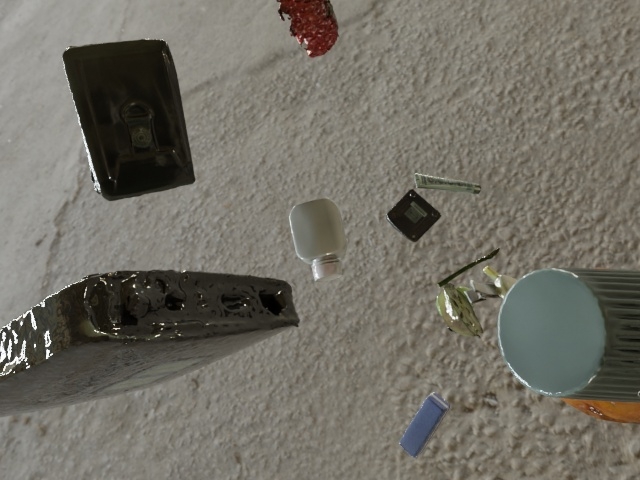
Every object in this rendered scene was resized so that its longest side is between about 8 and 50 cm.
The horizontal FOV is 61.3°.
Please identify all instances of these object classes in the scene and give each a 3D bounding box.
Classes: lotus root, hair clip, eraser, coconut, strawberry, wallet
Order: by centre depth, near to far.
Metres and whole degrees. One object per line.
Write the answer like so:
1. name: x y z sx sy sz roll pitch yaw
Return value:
1. wallet: -0.305 -0.192 0.873 0.169 0.245 0.052 -11 25 -12
2. strawberry: -0.020 -0.387 0.928 0.086 0.145 0.145 -19 50 9
3. lotus root: 0.429 0.235 1.716 0.078 0.183 0.203 -39 39 22
4. hair clip: 0.603 0.160 1.842 0.219 0.071 0.159 2 50 -17
5. eraser: 0.361 0.642 1.881 0.082 0.036 0.225 35 101 38
6. coconut: 0.477 0.227 1.917 0.158 0.055 0.133 -37 54 33

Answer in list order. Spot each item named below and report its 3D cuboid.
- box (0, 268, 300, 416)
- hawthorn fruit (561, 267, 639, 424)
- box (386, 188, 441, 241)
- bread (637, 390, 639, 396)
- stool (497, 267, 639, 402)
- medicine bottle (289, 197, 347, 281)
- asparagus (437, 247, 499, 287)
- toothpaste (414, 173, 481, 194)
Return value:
1. box: -0.242 0.137 0.688 0.350 0.359 0.091 -27 70 28
2. hawthorn fruit: 0.853 0.327 1.599 0.472 0.472 0.471 -17 52 23
3. box: 0.275 -0.073 1.608 0.126 0.027 0.125 44 92 15
4. bread: 0.495 0.250 0.650 0.211 0.224 0.183 26 110 25
5. stool: 0.574 0.193 1.131 0.297 0.330 0.297 -20 66 54
6. medicine bottle: 0.000 0.000 1.249 0.119 0.069 0.183 -14 74 6
7. asparagus: 0.340 0.063 1.240 0.163 0.016 0.016 -30 9 5
8. toothpaste: 0.436 -0.190 1.851 0.239 0.039 0.062 6 58 -14
